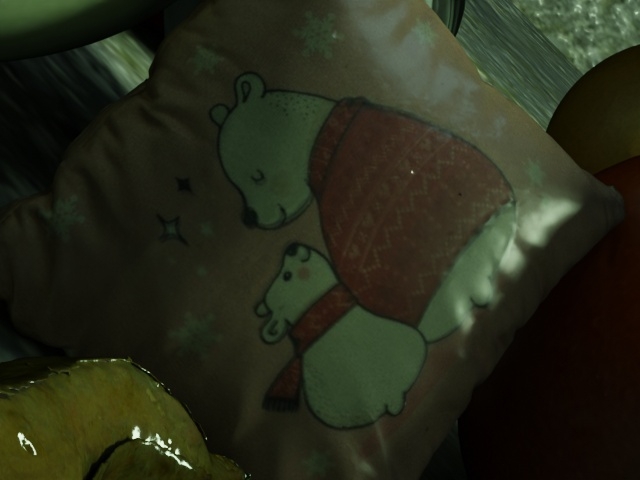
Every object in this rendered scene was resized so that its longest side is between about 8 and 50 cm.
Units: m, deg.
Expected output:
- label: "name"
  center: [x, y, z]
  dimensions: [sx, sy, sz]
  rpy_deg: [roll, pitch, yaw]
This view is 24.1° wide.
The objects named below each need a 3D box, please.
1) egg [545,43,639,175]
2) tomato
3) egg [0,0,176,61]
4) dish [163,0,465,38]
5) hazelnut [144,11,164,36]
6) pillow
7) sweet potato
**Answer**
- label: "egg"
  center: [0.364, -0.057, 1.481]
  dimensions: [0.351, 0.282, 0.282]
  rpy_deg: [25, 27, -56]
- label: "tomato"
  center: [0.228, 0.100, 0.761]
  dimensions: [0.321, 0.321, 0.321]
  rpy_deg: [41, 18, -16]
- label: "egg"
  center: [-0.167, -0.214, 0.595]
  dimensions: [0.278, 0.278, 0.336]
  rpy_deg: [54, 17, 23]
- label: "dish"
  center: [0.012, -0.137, 0.805]
  dimensions: [0.134, 0.273, 0.273]
  rpy_deg: [-2, 40, -22]
- label: "hazelnut"
  center: [-0.036, -0.213, 1.025]
  dimensions: [0.251, 0.217, 0.217]
  rpy_deg: [52, 18, 21]
- label: "pillow"
  center: [0.000, 0.000, 0.631]
  dimensions: [0.223, 0.236, 0.084]
  rpy_deg: [40, -10, -17]
- label: "sweet potato"
  center: [-0.090, 0.077, 0.489]
  dimensions: [0.081, 0.062, 0.233]
  rpy_deg: [65, 17, 8]
